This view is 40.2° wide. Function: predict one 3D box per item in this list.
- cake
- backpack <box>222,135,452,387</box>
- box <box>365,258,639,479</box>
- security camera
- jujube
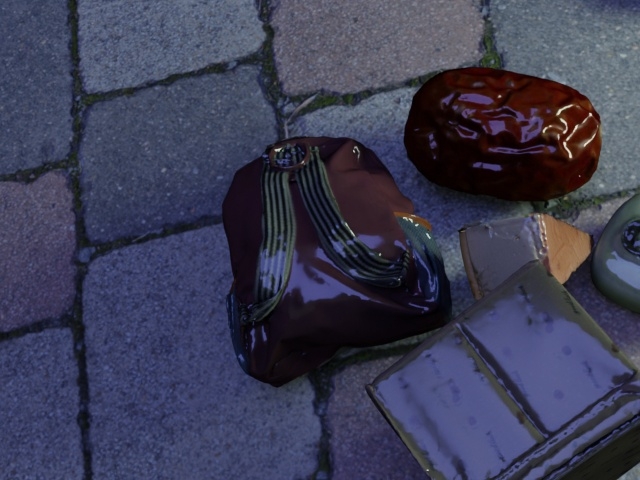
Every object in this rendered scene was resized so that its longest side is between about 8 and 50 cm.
[{"bbox_3d":[0.252,0.027,1.041,0.109,0.225,0.090,-15,77,29],"label":"cake"},{"bbox_3d":[0.000,0.000,1.127,0.283,0.197,0.317,-19,64,8],"label":"backpack"},{"bbox_3d":[0.213,0.196,0.940,0.225,0.297,0.190,-36,61,-1],"label":"box"},{"bbox_3d":[0.482,0.053,1.049,0.302,0.080,0.157,27,76,20],"label":"security camera"},{"bbox_3d":[0.236,-0.137,1.145,0.251,0.174,0.174,8,70,6],"label":"jujube"}]
